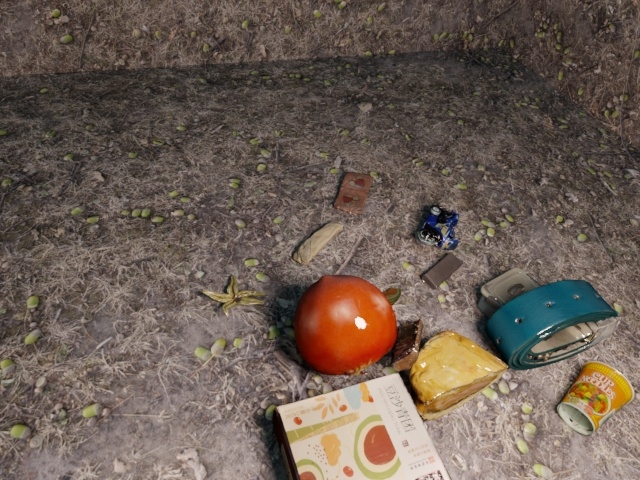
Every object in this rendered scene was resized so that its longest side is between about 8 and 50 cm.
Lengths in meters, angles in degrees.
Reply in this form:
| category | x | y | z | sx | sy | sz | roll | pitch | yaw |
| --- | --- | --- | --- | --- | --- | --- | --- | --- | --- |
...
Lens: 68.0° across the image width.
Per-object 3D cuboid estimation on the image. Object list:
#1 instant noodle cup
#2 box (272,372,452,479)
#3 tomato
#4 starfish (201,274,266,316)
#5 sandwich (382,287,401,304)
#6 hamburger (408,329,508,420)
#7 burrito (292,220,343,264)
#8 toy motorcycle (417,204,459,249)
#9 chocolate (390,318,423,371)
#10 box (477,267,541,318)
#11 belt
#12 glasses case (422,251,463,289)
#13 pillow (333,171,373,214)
| category | x | y | z | sx | sy | sz | roll | pitch | yaw |
| --- | --- | --- | --- | --- | --- | --- | --- | --- | --- |
| instant noodle cup | 0.836 | 0.494 | 1.467 | 0.185 | 0.169 | 0.168 | -33 | 58 | -22 |
| box | 0.101 | 0.577 | 1.276 | 0.384 | 0.122 | 0.345 | -10 | 48 | -18 |
| tomato | 0.068 | 0.251 | 1.451 | 0.321 | 0.322 | 0.322 | 5 | 45 | -5 |
| starfish | -0.297 | 0.191 | 1.639 | 0.223 | 0.050 | 0.217 | 12 | 38 | -14 |
| sandwich | 0.245 | 0.204 | 1.729 | 0.135 | 0.029 | 0.067 | -16 | 51 | -24 |
| hamburger | 0.394 | 0.397 | 1.475 | 0.329 | 0.162 | 0.209 | -16 | 48 | -20 |
| burrito | 0.000 | 0.000 | 1.868 | 0.082 | 0.059 | 0.275 | 21 | 44 | 32 |
| toy motorcycle | 0.504 | -0.050 | 1.971 | 0.168 | 0.113 | 0.315 | 32 | 40 | 6 |
| chocolate | 0.278 | 0.321 | 1.483 | 0.065 | 0.102 | 0.329 | 50 | 16 | 3 |
| box | 0.693 | 0.210 | 1.729 | 0.226 | 0.130 | 0.162 | -22 | 52 | -29 |
| belt | 0.761 | 0.278 | 1.551 | 0.436 | 0.300 | 0.173 | -9 | 48 | -23 |
| glasses case | 0.474 | 0.118 | 1.843 | 0.190 | 0.042 | 0.072 | -33 | 66 | -34 |
| pillow | 0.147 | -0.209 | 2.106 | 0.135 | 0.049 | 0.249 | 15 | 49 | 6 |
